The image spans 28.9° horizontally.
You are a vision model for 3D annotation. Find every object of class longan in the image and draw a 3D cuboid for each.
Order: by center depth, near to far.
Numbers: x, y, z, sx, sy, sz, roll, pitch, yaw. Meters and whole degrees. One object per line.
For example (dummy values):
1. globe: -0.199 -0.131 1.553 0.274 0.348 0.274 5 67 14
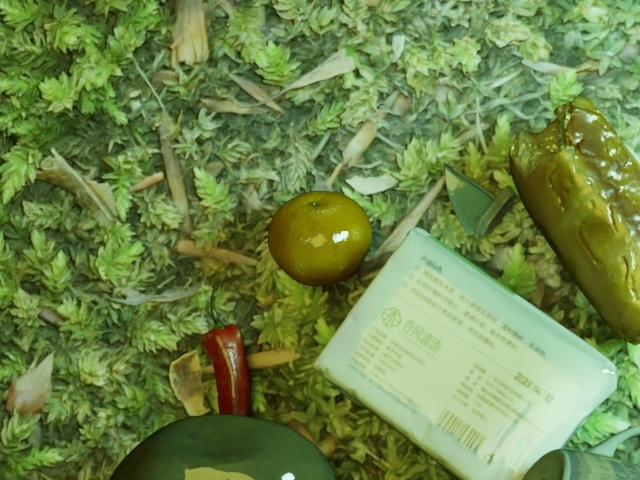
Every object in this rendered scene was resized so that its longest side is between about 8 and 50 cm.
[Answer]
1. longan: -0.146 0.388 1.775 0.350 0.288 0.288 -14 77 4

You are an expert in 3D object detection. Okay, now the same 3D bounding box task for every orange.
1. orange: 0.000 0.000 1.877 0.159 0.159 0.136 0 121 14

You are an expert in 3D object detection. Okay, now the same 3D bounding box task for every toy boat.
1. toy boat: 0.225 -0.067 1.893 0.122 0.034 0.096 37 91 26

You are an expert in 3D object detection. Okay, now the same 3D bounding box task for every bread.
1. bread: 0.393 -0.023 1.756 0.149 0.195 0.344 -28 74 -13

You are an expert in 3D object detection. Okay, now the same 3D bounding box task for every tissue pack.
1. tissue pack: 0.208 0.189 1.763 0.356 0.194 0.266 36 90 16

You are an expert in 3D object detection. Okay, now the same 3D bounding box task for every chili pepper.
1. chili pepper: -0.140 0.213 1.917 0.063 0.071 0.272 -6 84 -27

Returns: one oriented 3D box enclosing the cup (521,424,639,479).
1. cup: 0.392 0.350 1.593 0.257 0.227 0.301 34 56 -10
